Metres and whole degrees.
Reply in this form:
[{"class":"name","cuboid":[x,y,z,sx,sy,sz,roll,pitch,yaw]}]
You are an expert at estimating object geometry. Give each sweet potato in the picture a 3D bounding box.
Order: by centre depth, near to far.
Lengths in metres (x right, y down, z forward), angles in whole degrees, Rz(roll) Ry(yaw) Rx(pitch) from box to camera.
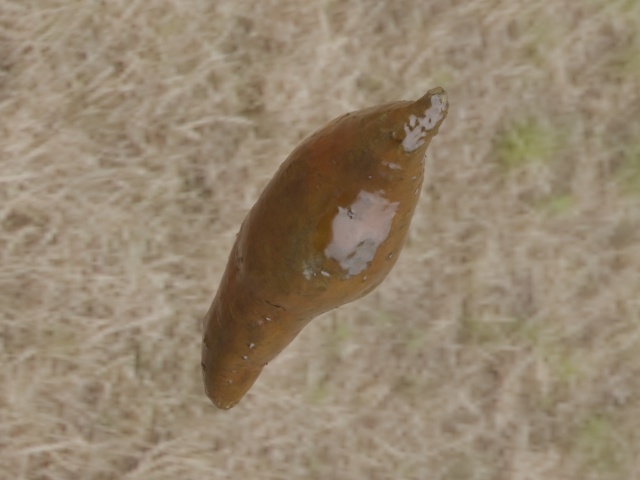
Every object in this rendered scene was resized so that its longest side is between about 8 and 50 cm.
[{"class":"sweet potato","cuboid":[0.002,-0.004,1.240,0.112,0.359,0.112,15,53,-20]}]
